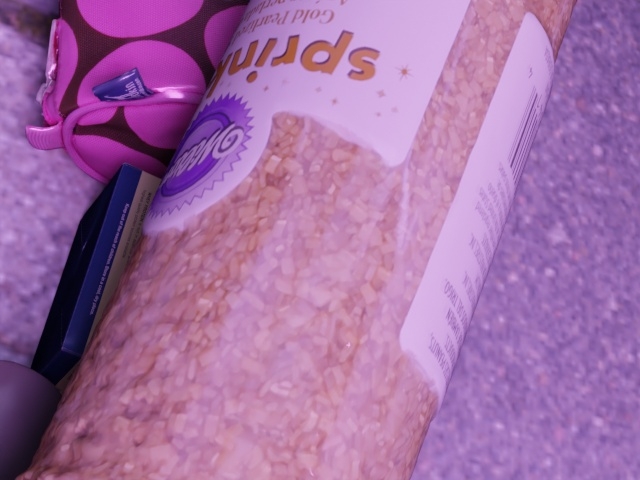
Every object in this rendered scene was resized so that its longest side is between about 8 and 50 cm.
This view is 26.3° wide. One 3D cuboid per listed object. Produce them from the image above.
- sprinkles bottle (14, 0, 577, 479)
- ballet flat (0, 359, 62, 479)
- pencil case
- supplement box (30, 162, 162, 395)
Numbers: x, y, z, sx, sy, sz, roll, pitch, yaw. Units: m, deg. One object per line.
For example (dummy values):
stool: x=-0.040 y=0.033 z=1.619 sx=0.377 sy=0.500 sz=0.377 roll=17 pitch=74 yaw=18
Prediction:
sprinkles bottle: x=0.000 y=0.000 z=0.469 sx=0.121 sy=0.121 sz=0.355 roll=30 pitch=63 yaw=-13
ballet flat: x=-0.147 y=0.155 z=0.443 sx=0.084 sy=0.058 sz=0.250 roll=26 pitch=63 yaw=-18
pencil case: x=-0.069 y=-0.127 z=0.589 sx=0.098 sy=0.095 sz=0.209 roll=-1 pitch=63 yaw=2
supplement box: x=-0.059 y=0.030 z=0.538 sx=0.083 sy=0.056 sz=0.083 roll=23 pitch=60 yaw=-17
